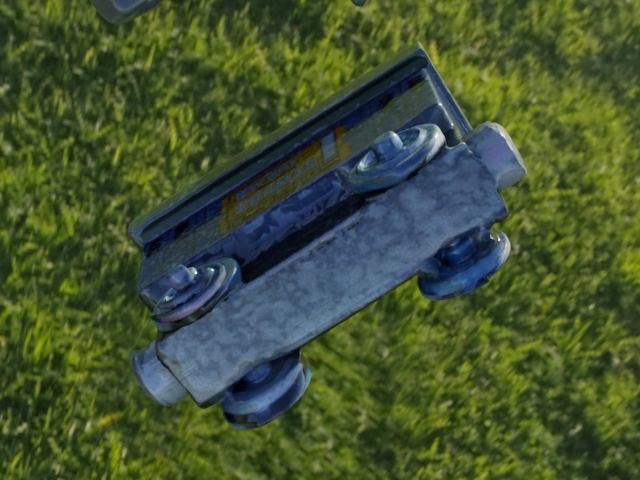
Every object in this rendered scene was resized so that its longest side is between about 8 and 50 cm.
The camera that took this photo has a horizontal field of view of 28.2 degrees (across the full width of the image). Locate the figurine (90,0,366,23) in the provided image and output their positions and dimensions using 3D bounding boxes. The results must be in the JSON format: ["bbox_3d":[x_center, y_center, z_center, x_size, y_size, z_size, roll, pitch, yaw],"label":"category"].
[{"bbox_3d":[-0.060,-0.295,0.790,0.284,0.167,0.343,19,61,-40],"label":"figurine"}]

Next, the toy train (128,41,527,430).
[{"bbox_3d":[0.000,0.000,0.893,0.131,0.299,0.202,55,10,-22],"label":"toy train"}]
